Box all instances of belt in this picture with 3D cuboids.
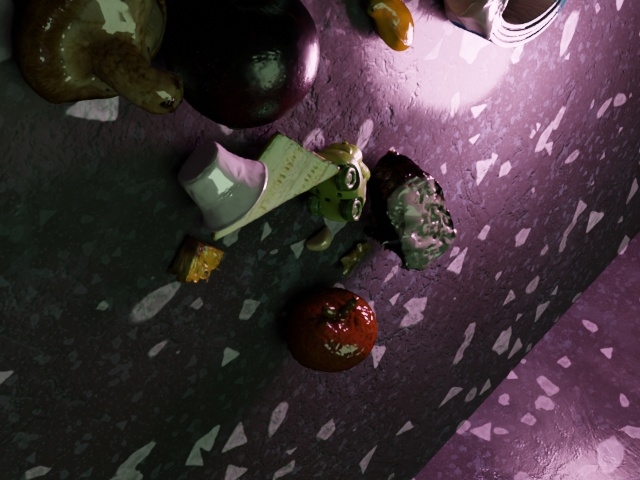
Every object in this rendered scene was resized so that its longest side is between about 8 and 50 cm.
[{"bbox_3d":[0.496,-0.665,1.974,0.436,0.173,0.300,-19,133,-38],"label":"belt"}]

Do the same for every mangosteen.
[{"bbox_3d":[-0.149,-0.336,1.428,0.300,0.300,0.300,-28,136,-31],"label":"mangosteen"}]

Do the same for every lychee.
[{"bbox_3d":[0.034,0.249,2.114,0.255,0.255,0.300,-32,170,-27],"label":"lychee"}]

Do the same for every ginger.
[{"bbox_3d":[0.098,0.047,2.198,0.137,0.044,0.057,-46,113,-22],"label":"ginger"}]

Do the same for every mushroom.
[{"bbox_3d":[-0.353,-0.344,1.256,0.267,0.254,0.267,-25,119,-58],"label":"mushroom"}]

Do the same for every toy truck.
[{"bbox_3d":[0.051,-0.163,1.911,0.210,0.148,0.187,-60,145,-29],"label":"toy truck"}]

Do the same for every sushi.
[{"bbox_3d":[0.225,-0.072,2.121,0.234,0.207,0.348,-31,133,-11],"label":"sushi"}]

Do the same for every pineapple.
[{"bbox_3d":[-0.284,0.036,1.756,0.137,0.069,0.116,-35,135,-38],"label":"pineapple"}]

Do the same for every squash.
[{"bbox_3d":[-0.119,-0.103,1.779,0.203,0.111,0.288,28,93,-33],"label":"squash"}]

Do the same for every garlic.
[{"bbox_3d":[0.000,0.000,2.044,0.083,0.053,0.041,-35,154,-19],"label":"garlic"}]

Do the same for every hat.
[{"bbox_3d":[-0.219,-0.129,1.615,0.203,0.203,0.126,-50,127,-7],"label":"hat"}]

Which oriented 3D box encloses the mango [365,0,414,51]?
[{"bbox_3d":[0.169,-0.521,1.810,0.098,0.075,0.190,-57,137,-7],"label":"mango"}]
